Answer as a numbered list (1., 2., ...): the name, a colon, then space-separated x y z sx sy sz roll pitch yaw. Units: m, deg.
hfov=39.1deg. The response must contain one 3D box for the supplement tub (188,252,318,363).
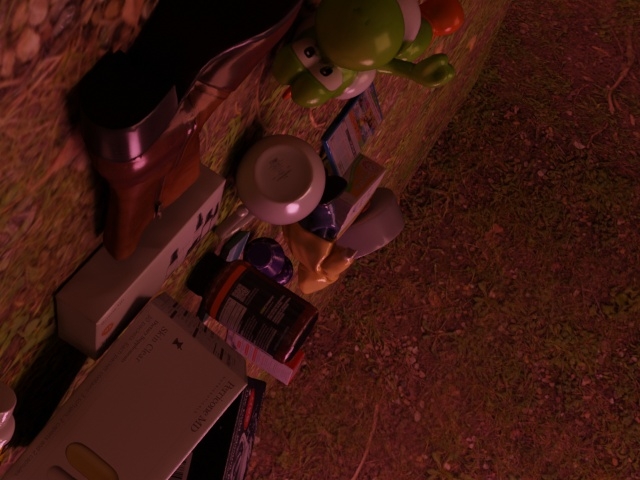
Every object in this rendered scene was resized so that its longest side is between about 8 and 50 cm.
1. supplement tub: -0.108 0.099 1.408 0.106 0.197 0.106 -55 171 -13

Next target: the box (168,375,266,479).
1. box: -0.222 0.375 1.484 0.312 0.178 0.343 80 22 -80

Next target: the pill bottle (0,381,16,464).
1. pill bottle: -0.334 0.192 0.870 0.116 0.065 0.065 -62 171 26

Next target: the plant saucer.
1. plant saucer: -0.169 0.062 1.550 0.067 0.018 0.192 -48 167 -49

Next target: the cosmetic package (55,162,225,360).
1. cosmetic package: -0.201 0.018 1.030 0.239 0.060 0.099 -53 170 -33

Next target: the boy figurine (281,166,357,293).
1. boy figurine: 0.000 0.000 1.708 0.092 0.177 0.285 -39 145 -31

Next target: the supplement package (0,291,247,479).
1. supplement package: -0.224 0.211 1.077 0.262 0.145 0.204 -51 -175 -3

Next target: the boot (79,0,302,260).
1. boot: -0.118 -0.120 0.886 0.264 0.096 0.280 -55 172 -23

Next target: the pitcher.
1. pitcher: -0.079 -0.066 1.300 0.177 0.125 0.207 -41 -179 -7

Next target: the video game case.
1. video game case: 0.064 -0.217 1.754 0.166 0.015 0.119 -55 149 -21

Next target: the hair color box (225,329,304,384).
1. hair color box: -0.121 0.232 1.944 0.053 0.167 0.093 -54 171 -30

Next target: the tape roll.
1. tape roll: 0.072 -0.035 1.979 0.219 0.072 0.219 -21 -159 8

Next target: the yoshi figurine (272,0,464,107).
1. yoshi figurine: 0.082 -0.291 1.182 0.362 0.203 0.203 -46 151 -45

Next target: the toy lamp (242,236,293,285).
1. toy lamp: -0.099 0.042 1.698 0.080 0.080 0.275 -57 174 -6

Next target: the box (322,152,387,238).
1. box: 0.038 -0.100 1.842 0.203 0.114 0.103 -48 168 -55

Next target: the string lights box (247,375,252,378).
1. string lights box: -0.215 0.344 1.927 0.077 0.133 0.260 -54 171 -31
